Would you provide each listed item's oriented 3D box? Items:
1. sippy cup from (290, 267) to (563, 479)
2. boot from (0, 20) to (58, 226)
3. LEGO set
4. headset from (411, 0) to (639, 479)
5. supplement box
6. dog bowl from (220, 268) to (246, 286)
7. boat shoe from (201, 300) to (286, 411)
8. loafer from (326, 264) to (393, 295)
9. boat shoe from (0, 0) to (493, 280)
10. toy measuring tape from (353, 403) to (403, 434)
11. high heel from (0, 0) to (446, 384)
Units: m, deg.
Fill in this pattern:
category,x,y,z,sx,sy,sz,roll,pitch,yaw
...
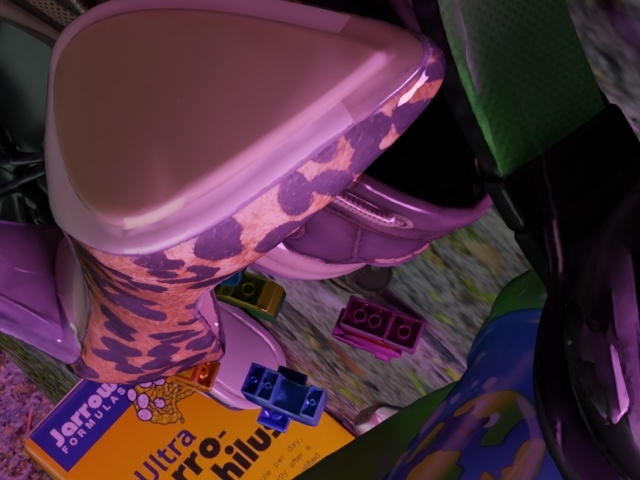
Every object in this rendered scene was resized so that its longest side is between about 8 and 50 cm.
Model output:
category,x,y,z,sx,sy,sz,roll,pitch,yaw
sippy cup,0.098,0.164,0.678,0.240,0.224,0.305,47,155,4
boot,-0.239,-0.161,0.767,0.367,0.146,0.445,1,133,53
LEGO set,-0.056,0.061,1.017,0.227,0.087,0.093,20,167,11
headset,0.128,0.046,0.422,0.394,0.185,0.243,57,165,-4
supplement box,-0.053,0.244,1.429,0.356,0.195,0.194,39,164,16
dog bowl,-0.130,-0.103,0.916,0.297,0.074,0.166,42,165,3
boat shoe,-0.136,0.041,1.300,0.254,0.095,0.079,39,156,-18
loafer,0.012,-0.012,0.853,0.039,0.045,0.125,20,150,42
boat shoe,-0.053,-0.122,0.600,0.130,0.132,0.355,-6,140,48
toy measuring tape,0.074,0.176,1.067,0.121,0.121,0.330,49,165,-17
high heel,-0.027,-0.009,0.584,0.261,0.093,0.186,-17,155,36
